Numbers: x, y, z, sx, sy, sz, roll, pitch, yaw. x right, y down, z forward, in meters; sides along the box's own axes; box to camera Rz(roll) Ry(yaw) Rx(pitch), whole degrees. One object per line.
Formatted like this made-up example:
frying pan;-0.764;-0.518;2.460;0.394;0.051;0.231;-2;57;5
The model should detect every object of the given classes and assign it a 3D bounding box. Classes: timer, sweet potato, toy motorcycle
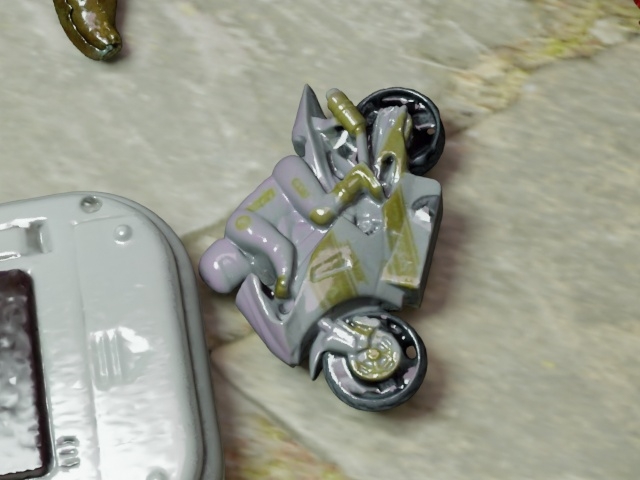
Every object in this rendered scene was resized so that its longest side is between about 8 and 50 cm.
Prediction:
timer;-0.185;0.097;1.219;0.237;0.087;0.262;-9;66;-2
sweet potato;-0.209;-0.217;1.375;0.233;0.062;0.081;40;88;13
toy motorcycle;0.000;0.000;1.267;0.152;0.073;0.225;4;67;6

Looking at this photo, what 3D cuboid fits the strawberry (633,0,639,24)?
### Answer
strawberry;0.288;-0.188;1.348;0.146;0.082;0.187;-16;62;-13
